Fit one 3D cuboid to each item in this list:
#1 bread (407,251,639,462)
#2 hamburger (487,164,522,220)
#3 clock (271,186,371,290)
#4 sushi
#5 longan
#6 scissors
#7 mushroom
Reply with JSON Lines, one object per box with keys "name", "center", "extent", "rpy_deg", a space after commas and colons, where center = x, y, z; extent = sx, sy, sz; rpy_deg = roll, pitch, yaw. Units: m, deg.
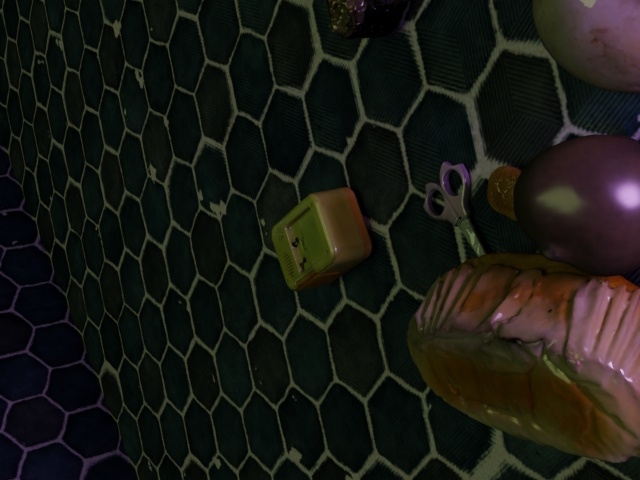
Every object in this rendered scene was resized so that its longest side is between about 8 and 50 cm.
{"name": "bread", "center": [0.294, 0.139, 1.231], "extent": [0.388, 0.183, 0.236], "rpy_deg": [15, 132, 45]}
{"name": "hamburger", "center": [0.273, -0.066, 1.317], "extent": [0.083, 0.044, 0.076], "rpy_deg": [35, 126, 51]}
{"name": "clock", "center": [0.000, 0.000, 1.703], "extent": [0.202, 0.096, 0.143], "rpy_deg": [-36, 71, 55]}
{"name": "sushi", "center": [0.070, -0.425, 1.460], "extent": [0.147, 0.115, 0.212], "rpy_deg": [11, 107, 56]}
{"name": "longan", "center": [0.329, -0.045, 1.125], "extent": [0.189, 0.189, 0.189], "rpy_deg": [22, 116, 53]}
{"name": "scissors", "center": [0.225, -0.021, 1.422], "extent": [0.212, 0.021, 0.110], "rpy_deg": [62, 140, 25]}
{"name": "mushroom", "center": [0.336, -0.270, 1.047], "extent": [0.206, 0.206, 0.209], "rpy_deg": [-42, 42, 53]}
